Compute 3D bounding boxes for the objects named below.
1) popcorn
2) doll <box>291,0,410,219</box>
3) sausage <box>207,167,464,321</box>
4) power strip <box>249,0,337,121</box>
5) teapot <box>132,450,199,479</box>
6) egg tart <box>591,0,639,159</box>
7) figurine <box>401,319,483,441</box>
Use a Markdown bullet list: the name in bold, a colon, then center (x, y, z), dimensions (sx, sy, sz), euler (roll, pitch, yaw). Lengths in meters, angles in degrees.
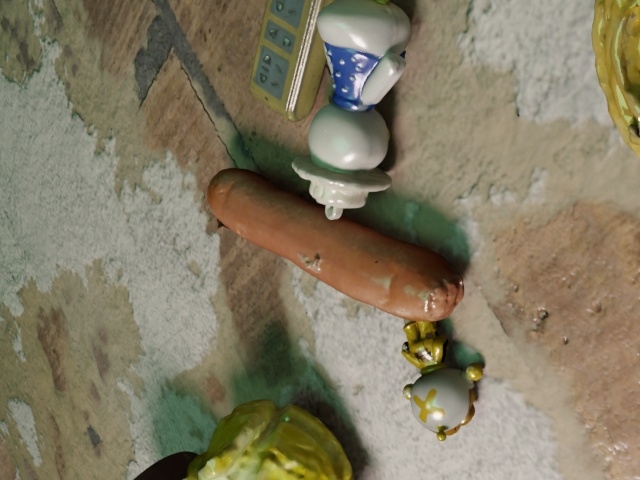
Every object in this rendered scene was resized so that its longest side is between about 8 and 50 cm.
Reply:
- **popcorn**: center (-0.077, 0.362, 1.073), dimensions (0.225, 0.276, 0.276), euler (30, 131, -4)
- **doll**: center (0.039, -0.161, 0.870), dimensions (0.138, 0.119, 0.293), euler (31, 118, 48)
- **sausage**: center (0.000, 0.000, 0.970), dimensions (0.419, 0.094, 0.094), euler (26, 159, 40)
- **power strip**: center (-0.009, -0.324, 0.902), dimensions (0.092, 0.066, 0.388), euler (39, 127, 31)
- **teapot**: center (-0.189, 0.503, 1.196), dimensions (0.312, 0.315, 0.233), euler (31, 85, 30)
- **egg tart**: center (0.361, -0.148, 0.460), dimensions (0.387, 0.169, 0.388), euler (17, 115, 39)
- **figurine**: center (0.135, 0.151, 0.896), dimensions (0.101, 0.068, 0.143), euler (3, 87, 40)
